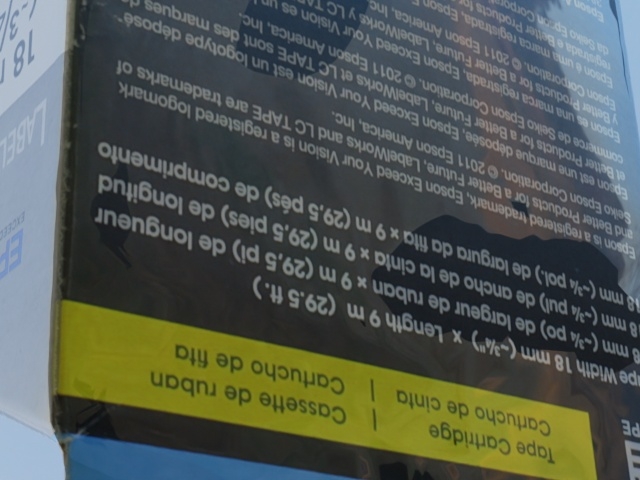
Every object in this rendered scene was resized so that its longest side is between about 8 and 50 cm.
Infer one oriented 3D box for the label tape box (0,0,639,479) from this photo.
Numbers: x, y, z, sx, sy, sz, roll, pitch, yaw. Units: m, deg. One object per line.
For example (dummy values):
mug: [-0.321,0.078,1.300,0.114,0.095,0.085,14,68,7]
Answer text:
label tape box: [0.000,0.000,0.481,0.240,0.106,0.334,16,-120,-33]
